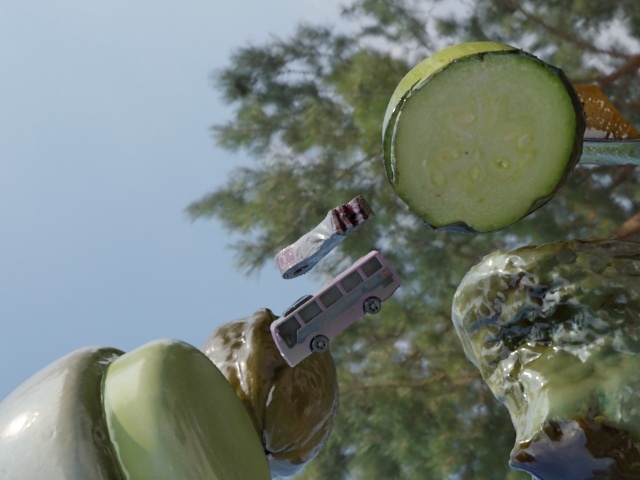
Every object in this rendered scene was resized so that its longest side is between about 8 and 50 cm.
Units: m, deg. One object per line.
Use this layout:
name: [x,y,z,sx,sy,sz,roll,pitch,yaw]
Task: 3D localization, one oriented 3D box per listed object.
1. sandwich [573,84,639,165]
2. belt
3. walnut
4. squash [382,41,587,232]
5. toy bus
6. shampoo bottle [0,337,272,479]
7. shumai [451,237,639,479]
sandwich: [0.338,-0.160,1.337,0.094,0.258,0.096,25,-105,-52]
belt: [0.000,0.000,1.697,0.071,0.232,0.053,-4,-116,-45]
walnut: [-0.084,0.236,1.453,0.227,0.283,0.283,3,-143,-4]
squash: [0.164,-0.126,1.042,0.220,0.220,0.133,32,-156,-31]
toy bus: [0.013,0.062,0.895,0.052,0.131,0.037,55,174,-4]
shampoo bottle: [-0.236,0.282,1.094,0.322,0.317,0.322,61,-170,-18]
shumai: [0.362,0.198,1.261,0.397,0.324,0.323,25,-132,-24]
